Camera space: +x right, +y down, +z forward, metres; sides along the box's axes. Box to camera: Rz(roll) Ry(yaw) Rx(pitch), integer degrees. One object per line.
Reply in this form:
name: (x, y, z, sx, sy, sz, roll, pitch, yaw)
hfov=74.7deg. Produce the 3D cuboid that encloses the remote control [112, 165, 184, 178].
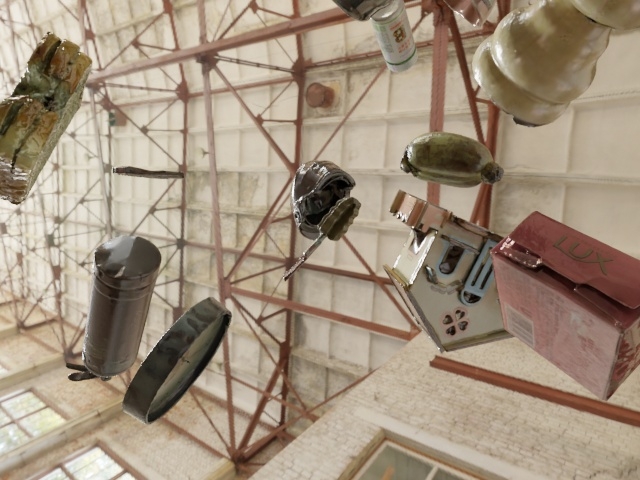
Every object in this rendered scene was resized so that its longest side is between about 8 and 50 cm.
remote control: (-0.476, -0.189, 1.177, 0.059, 0.212, 0.028, 7, -84, 27)

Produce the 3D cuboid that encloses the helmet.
helmet: (-0.017, -0.165, 1.543, 0.177, 0.225, 0.305, 50, -45, 30)

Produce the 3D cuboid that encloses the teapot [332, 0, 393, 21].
teapot: (0.073, -0.470, 0.528, 0.239, 0.239, 0.321, -27, -133, 30)

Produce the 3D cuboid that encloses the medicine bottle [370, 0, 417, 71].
medicine bottle: (0.183, -0.512, 1.040, 0.086, 0.183, 0.086, -8, -111, 22)

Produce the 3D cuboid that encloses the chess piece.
chess piece: (0.302, -0.260, 0.456, 0.142, 0.143, 0.261, 58, -27, 12)

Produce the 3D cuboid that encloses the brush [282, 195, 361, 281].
brush: (0.000, 0.000, 1.171, 0.071, 0.084, 0.301, 40, -90, -16)

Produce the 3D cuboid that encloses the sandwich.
sandwich: (-0.531, -0.230, 0.781, 0.249, 0.095, 0.273, -22, -130, 49)

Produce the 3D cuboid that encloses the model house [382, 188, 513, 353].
model house: (0.251, 0.080, 0.782, 0.244, 0.326, 0.169, -64, -162, 12)

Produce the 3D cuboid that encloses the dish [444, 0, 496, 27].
dish: (0.321, -0.586, 0.930, 0.090, 0.213, 0.213, -43, -107, 21)

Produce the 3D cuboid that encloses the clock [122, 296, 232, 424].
clock: (-0.318, 0.275, 0.969, 0.061, 0.312, 0.312, 33, -60, 7)

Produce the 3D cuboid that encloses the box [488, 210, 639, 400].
box: (0.212, 0.058, 0.354, 0.060, 0.156, 0.111, -41, -133, -6)

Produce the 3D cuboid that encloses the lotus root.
lotus root: (0.407, -0.241, 1.296, 0.309, 0.173, 0.173, 17, -69, 26)

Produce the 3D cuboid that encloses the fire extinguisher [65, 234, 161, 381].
fire extinguisher: (-0.276, 0.109, 0.545, 0.267, 0.089, 0.072, -61, -148, 36)
